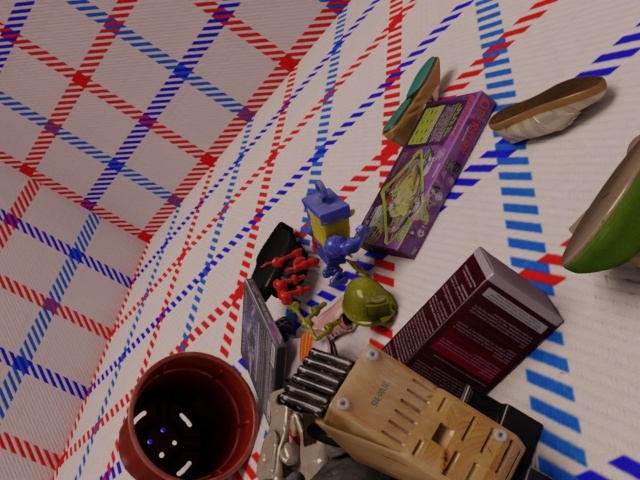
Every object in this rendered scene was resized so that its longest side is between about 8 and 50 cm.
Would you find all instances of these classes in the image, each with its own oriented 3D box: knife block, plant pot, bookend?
[{"bbox_3d":[0.078,0.227,0.865,0.088,0.275,0.242,-54,-12,-23],"label":"knife block"},{"bbox_3d":[-0.309,0.412,1.543,0.265,0.272,0.272,-45,23,52],"label":"plant pot"},{"bbox_3d":[0.211,0.256,0.816,0.157,0.072,0.156,-9,52,63],"label":"bookend"}]

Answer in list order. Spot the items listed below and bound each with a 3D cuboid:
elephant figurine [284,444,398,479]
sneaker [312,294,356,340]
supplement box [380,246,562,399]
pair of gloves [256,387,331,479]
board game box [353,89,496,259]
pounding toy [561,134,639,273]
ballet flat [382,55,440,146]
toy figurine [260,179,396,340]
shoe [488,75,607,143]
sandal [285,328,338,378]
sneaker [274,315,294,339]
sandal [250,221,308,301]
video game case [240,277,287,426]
[{"bbox_3d":[0.066,0.305,0.989,0.186,0.169,0.239,20,60,40],"label":"elephant figurine"},{"bbox_3d":[0.027,0.165,1.388,0.134,0.051,0.070,-49,17,13],"label":"sneaker"},{"bbox_3d":[0.186,0.139,0.956,0.239,0.130,0.073,-50,22,19],"label":"supplement box"},{"bbox_3d":[-0.049,0.353,1.236,0.240,0.042,0.204,-23,57,58],"label":"pair of gloves"},{"bbox_3d":[0.200,-0.130,1.422,0.347,0.056,0.208,-61,17,-7],"label":"board game box"},{"bbox_3d":[0.379,-0.026,0.832,0.183,0.110,0.237,-61,-11,23],"label":"pounding toy"},{"bbox_3d":[0.218,-0.303,1.589,0.232,0.073,0.080,-57,16,-15],"label":"ballet flat"},{"bbox_3d":[0.000,0.000,1.355,0.362,0.191,0.217,-130,30,-62],"label":"toy figurine"},{"bbox_3d":[0.368,-0.205,1.145,0.076,0.058,0.219,-46,17,-29],"label":"shoe"},{"bbox_3d":[-0.011,0.226,1.352,0.265,0.076,0.102,158,128,-70],"label":"sandal"},{"bbox_3d":[-0.106,0.204,1.636,0.135,0.052,0.058,-43,21,33],"label":"sneaker"},{"bbox_3d":[-0.088,0.053,1.764,0.168,0.107,0.446,-55,9,12],"label":"sandal"},{"bbox_3d":[-0.122,0.228,1.481,0.274,0.026,0.196,-125,36,-59],"label":"video game case"}]
